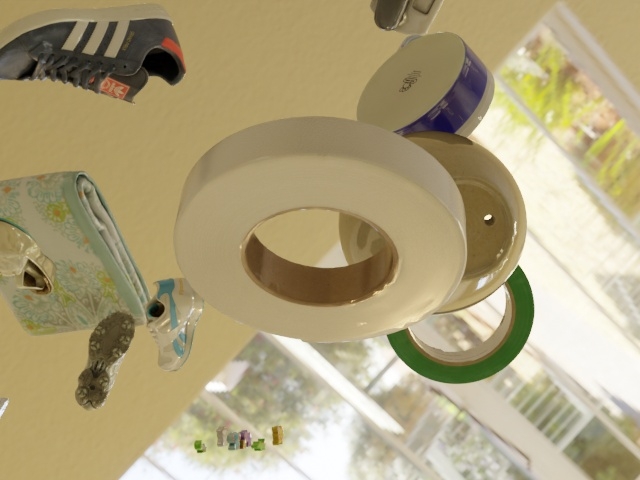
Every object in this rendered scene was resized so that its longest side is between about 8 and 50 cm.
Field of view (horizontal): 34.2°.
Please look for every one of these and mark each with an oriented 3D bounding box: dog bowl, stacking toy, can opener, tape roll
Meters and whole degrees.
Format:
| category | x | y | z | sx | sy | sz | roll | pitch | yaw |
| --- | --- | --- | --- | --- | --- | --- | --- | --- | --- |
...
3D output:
| category | x | y | z | sx | sy | sz | roll | pitch | yaw |
| --- | --- | --- | --- | --- | --- | --- | --- | --- | --- |
| dog bowl | 0.203 | -0.278 | 2.041 | 0.104 | 0.265 | 0.265 | 43 | 179 | -32 |
| stacking toy | -0.199 | 0.490 | 2.567 | 0.221 | 0.167 | 0.052 | 19 | -114 | -75 |
| can opener | 0.142 | -0.358 | 1.150 | 0.076 | 0.283 | 0.095 | 28 | -164 | 2 |
| tape roll | 0.000 | 0.000 | 1.381 | 0.392 | 0.392 | 0.072 | 44 | -145 | -37 |
| tape roll | 0.289 | 0.142 | 2.211 | 0.321 | 0.321 | 0.077 | 43 | -171 | -10 |

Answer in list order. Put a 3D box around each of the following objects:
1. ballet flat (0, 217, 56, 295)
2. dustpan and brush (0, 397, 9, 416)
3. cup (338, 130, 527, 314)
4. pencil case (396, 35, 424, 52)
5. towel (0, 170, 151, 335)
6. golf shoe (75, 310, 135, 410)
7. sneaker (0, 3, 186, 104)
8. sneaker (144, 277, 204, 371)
| category | x | y | z | sx | sy | sz | roll | pitch | yaw |
| --- | --- | --- | --- | --- | --- | --- | --- | --- | --- |
| ballet flat | -0.531 | 0.037 | 1.835 | 0.086 | 0.086 | 0.248 | 42 | 171 | 21 |
| dustpan and brush | -0.668 | 0.378 | 1.911 | 0.060 | 0.147 | 0.211 | 32 | -153 | -4 |
| cup | 0.210 | -0.024 | 1.740 | 0.331 | 0.331 | 0.237 | 43 | 178 | -8 |
| pencil case | 0.201 | -0.362 | 2.454 | 0.124 | 0.113 | 0.273 | 19 | 146 | -11 |
| towel | -0.549 | 0.034 | 2.138 | 0.090 | 0.321 | 0.374 | -67 | -37 | -52 |
| golf shoe | -0.367 | 0.205 | 1.758 | 0.069 | 0.176 | 0.086 | 23 | 156 | -2 |
| sneaker | -0.364 | -0.282 | 1.659 | 0.131 | 0.350 | 0.148 | -40 | 74 | 53 |
| sneaker | -0.278 | 0.151 | 1.903 | 0.092 | 0.228 | 0.087 | 2 | -139 | -20 |
